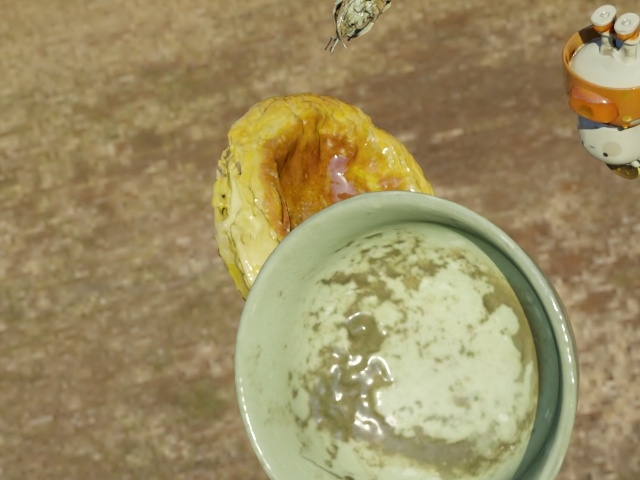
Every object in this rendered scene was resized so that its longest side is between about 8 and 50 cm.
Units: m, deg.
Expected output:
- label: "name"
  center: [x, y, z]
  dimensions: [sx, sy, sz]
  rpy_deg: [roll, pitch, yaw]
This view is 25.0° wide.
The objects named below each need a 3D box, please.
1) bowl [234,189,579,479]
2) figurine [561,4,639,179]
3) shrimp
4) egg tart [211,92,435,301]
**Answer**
- label: "bowl"
  center: [0.088, 0.101, 1.176]
  dimensions: [0.289, 0.289, 0.146]
  rpy_deg: [-6, 2, 26]
- label: "figurine"
  center: [0.373, -0.178, 1.797]
  dimensions: [0.143, 0.143, 0.271]
  rpy_deg: [-8, -31, 18]
- label: "shrimp"
  center: [0.061, -0.351, 2.147]
  dimensions: [0.190, 0.075, 0.073]
  rpy_deg: [-48, 9, 26]
- label: "egg tart"
  center: [0.000, 0.000, 1.664]
  dimensions: [0.150, 0.352, 0.352]
  rpy_deg: [-29, -1, 41]
